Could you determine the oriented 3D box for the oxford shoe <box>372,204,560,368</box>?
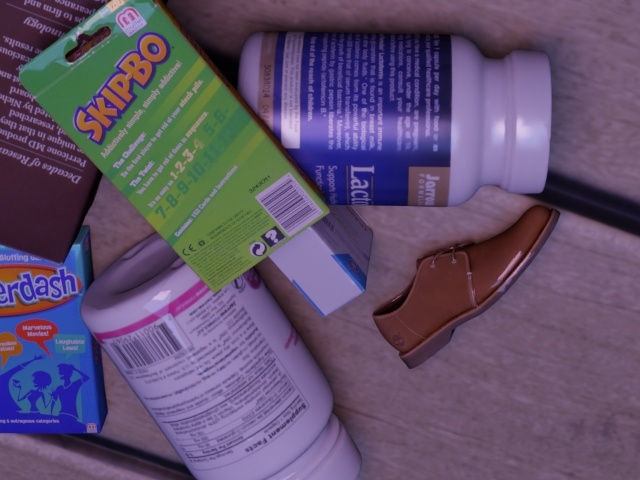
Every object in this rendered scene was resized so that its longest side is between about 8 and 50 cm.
[{"bbox_3d":[0.134,0.031,1.478,0.212,0.076,0.076,-42,95,19],"label":"oxford shoe"}]

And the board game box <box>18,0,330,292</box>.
[{"bbox_3d":[-0.116,-0.081,1.268,0.124,0.039,0.259,-35,122,10],"label":"board game box"}]

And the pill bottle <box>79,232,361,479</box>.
[{"bbox_3d":[-0.087,0.132,1.486,0.160,0.160,0.283,-27,111,14],"label":"pill bottle"}]

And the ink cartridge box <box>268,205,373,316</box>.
[{"bbox_3d":[0.000,0.000,1.443,0.052,0.122,0.088,-34,108,21],"label":"ink cartridge box"}]

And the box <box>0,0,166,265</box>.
[{"bbox_3d":[-0.205,-0.193,1.327,0.143,0.191,0.381,22,114,-8],"label":"box"}]

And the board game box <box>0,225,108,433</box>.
[{"bbox_3d":[-0.299,0.089,1.540,0.160,0.047,0.210,-1,114,4],"label":"board game box"}]

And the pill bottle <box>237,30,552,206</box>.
[{"bbox_3d":[0.064,-0.106,1.373,0.265,0.153,0.153,1,115,3],"label":"pill bottle"}]
